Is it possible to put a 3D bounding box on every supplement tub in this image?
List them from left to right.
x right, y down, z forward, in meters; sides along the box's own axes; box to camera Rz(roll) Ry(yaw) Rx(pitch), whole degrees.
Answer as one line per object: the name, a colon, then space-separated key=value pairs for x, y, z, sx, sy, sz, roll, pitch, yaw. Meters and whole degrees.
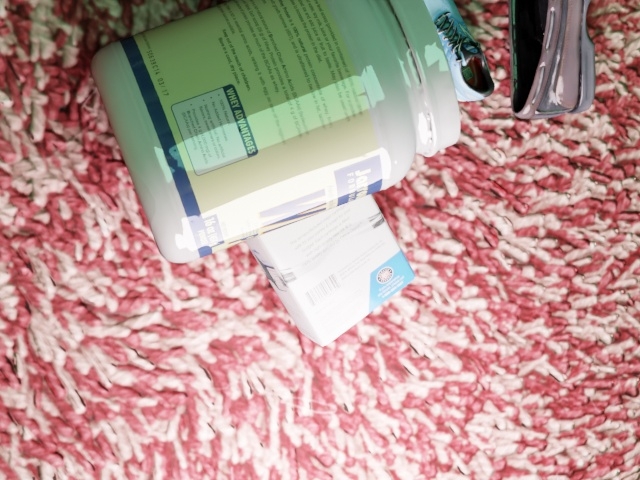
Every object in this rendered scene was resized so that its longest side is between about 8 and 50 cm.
supplement tub: x=-0.046 y=-0.135 z=1.398 sx=0.325 sy=0.235 sz=0.235 roll=-21 pitch=110 yaw=-6

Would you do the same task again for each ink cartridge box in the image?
ink cartridge box: x=0.000 y=0.000 z=1.566 sx=0.140 sy=0.082 sz=0.190 roll=-36 pitch=113 yaw=-14

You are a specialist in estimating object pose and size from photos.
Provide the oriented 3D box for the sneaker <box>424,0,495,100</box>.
sneaker: x=0.159 y=-0.231 z=1.590 sx=0.063 sy=0.073 sz=0.162 roll=-40 pitch=115 yaw=-11

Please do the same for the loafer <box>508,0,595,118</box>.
loafer: x=0.257 y=-0.285 z=1.610 sx=0.095 sy=0.109 sz=0.302 roll=-17 pitch=112 yaw=-16
